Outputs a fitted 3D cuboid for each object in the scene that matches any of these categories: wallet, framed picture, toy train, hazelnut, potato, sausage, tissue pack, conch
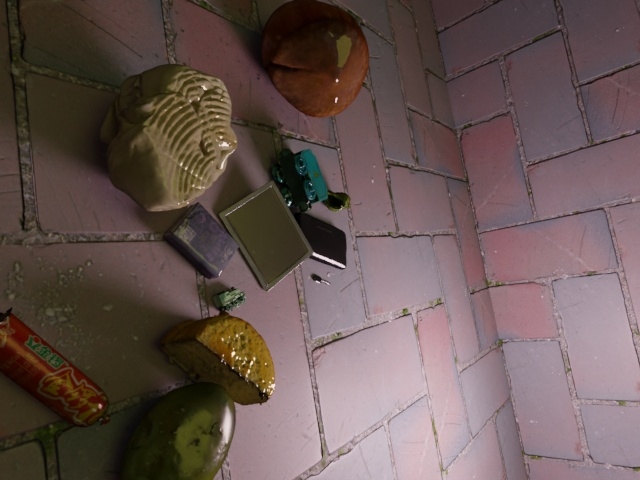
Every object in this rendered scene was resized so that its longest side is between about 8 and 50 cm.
[{"bbox_3d":[0.000,0.000,1.320,0.250,0.044,0.148,24,58,-43],"label":"wallet"},{"bbox_3d":[-0.143,-0.015,1.139,0.197,0.014,0.252,-40,111,-32],"label":"framed picture"},{"bbox_3d":[-0.060,-0.189,1.260,0.154,0.108,0.197,-31,102,-58],"label":"toy train"},{"bbox_3d":[-0.012,-0.573,1.293,0.372,0.316,0.371,-22,90,-81],"label":"hazelnut"},{"bbox_3d":[-0.271,0.395,0.794,0.186,0.149,0.253,49,53,-9],"label":"potato"},{"bbox_3d":[-0.450,0.228,0.686,0.263,0.083,0.083,56,43,-25],"label":"sausage"},{"bbox_3d":[-0.222,0.144,1.015,0.083,0.033,0.053,-29,98,-51],"label":"toy train"},{"bbox_3d":[-0.278,0.003,0.979,0.156,0.051,0.112,51,48,-28],"label":"tissue pack"},{"bbox_3d":[0.053,-0.134,1.397,0.121,0.074,0.089,26,22,-20],"label":"conch"}]

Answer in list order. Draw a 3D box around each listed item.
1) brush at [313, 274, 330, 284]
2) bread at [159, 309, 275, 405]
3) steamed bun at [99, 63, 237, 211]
[{"bbox_3d":[0.006,0.129,1.313,0.083,0.008,0.023,25,59,-44],"label":"brush"},{"bbox_3d":[-0.209,0.246,0.907,0.260,0.161,0.147,47,40,-23],"label":"bread"},{"bbox_3d":[-0.330,-0.207,0.871,0.276,0.204,0.288,-10,101,-60],"label":"steamed bun"}]
